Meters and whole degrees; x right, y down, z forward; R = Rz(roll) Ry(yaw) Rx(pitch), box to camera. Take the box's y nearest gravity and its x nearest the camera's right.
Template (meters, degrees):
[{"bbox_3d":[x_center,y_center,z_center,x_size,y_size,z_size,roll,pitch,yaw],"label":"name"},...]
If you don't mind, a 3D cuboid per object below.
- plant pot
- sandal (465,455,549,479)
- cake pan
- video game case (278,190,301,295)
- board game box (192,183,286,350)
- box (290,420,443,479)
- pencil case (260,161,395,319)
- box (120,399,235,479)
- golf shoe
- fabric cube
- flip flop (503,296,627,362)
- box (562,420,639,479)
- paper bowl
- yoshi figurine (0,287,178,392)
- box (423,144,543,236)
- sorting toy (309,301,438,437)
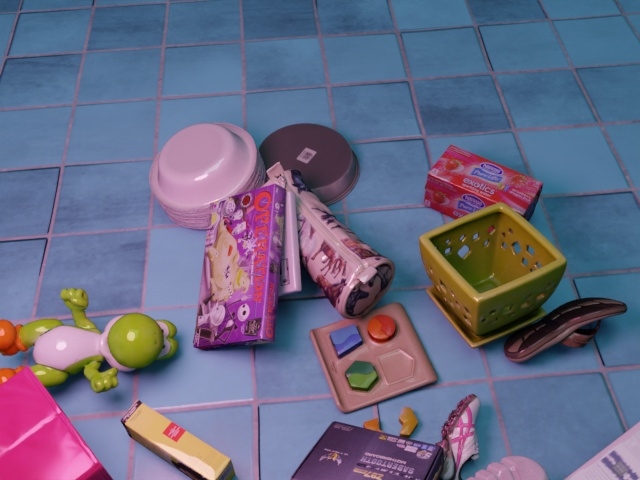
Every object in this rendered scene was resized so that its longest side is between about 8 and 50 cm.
[{"bbox_3d":[0.360,0.087,1.520,0.228,0.207,0.227,-21,45,-15],"label":"plant pot"},{"bbox_3d":[0.234,0.532,1.244,0.416,0.102,0.169,-27,17,-6],"label":"sandal"},{"bbox_3d":[-0.041,-0.208,1.875,0.293,0.054,0.293,0,52,0],"label":"cake pan"},{"bbox_3d":[-0.134,0.022,1.592,0.206,0.026,0.227,-16,71,35],"label":"video game case"},{"bbox_3d":[-0.176,0.060,1.542,0.208,0.056,0.346,-11,65,32],"label":"board game box"},{"bbox_3d":[0.088,0.427,1.289,0.233,0.059,0.183,6,25,27],"label":"box"},{"bbox_3d":[0.000,0.000,1.608,0.160,0.183,0.410,-39,55,-7],"label":"pencil case"},{"bbox_3d":[-0.279,0.404,1.377,0.232,0.087,0.058,26,56,21],"label":"box"},{"bbox_3d":[0.278,0.393,1.391,0.086,0.067,0.186,32,65,5],"label":"golf shoe"},{"bbox_3d":[-0.531,0.436,1.251,0.258,0.254,0.259,-36,60,-24],"label":"fabric cube"},{"bbox_3d":[0.529,0.201,1.519,0.277,0.080,0.112,-28,11,-5],"label":"flip flop"},{"bbox_3d":[0.636,0.460,1.300,0.322,0.058,0.232,-33,57,-10],"label":"box"},{"bbox_3d":[-0.290,-0.181,1.769,0.284,0.148,0.284,-8,55,11],"label":"paper bowl"},{"bbox_3d":[-0.472,0.212,1.431,0.362,0.203,0.203,-7,27,-15],"label":"yoshi figurine"},{"bbox_3d":[0.399,-0.116,1.747,0.257,0.122,0.128,27,56,21],"label":"box"},{"bbox_3d":[0.128,0.279,1.494,0.229,0.041,0.307,-16,53,-11],"label":"sorting toy"}]
